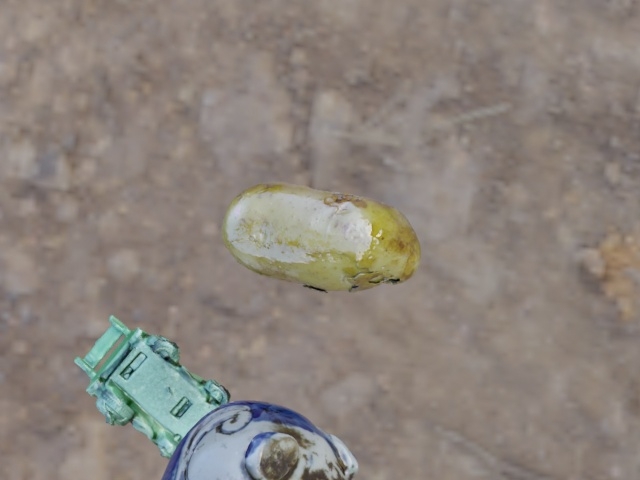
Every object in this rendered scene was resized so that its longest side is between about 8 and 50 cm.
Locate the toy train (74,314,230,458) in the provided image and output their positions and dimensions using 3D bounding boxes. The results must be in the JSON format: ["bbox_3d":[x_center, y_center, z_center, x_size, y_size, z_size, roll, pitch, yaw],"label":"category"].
[{"bbox_3d":[-0.158,0.144,1.896,0.099,0.149,0.081,-51,13,-2],"label":"toy train"}]

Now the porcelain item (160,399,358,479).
[{"bbox_3d":[-0.107,0.232,1.436,0.186,0.288,0.138,3,129,50],"label":"porcelain item"}]

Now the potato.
[{"bbox_3d":[0.000,0.000,1.621,0.170,0.107,0.080,15,63,17],"label":"potato"}]
